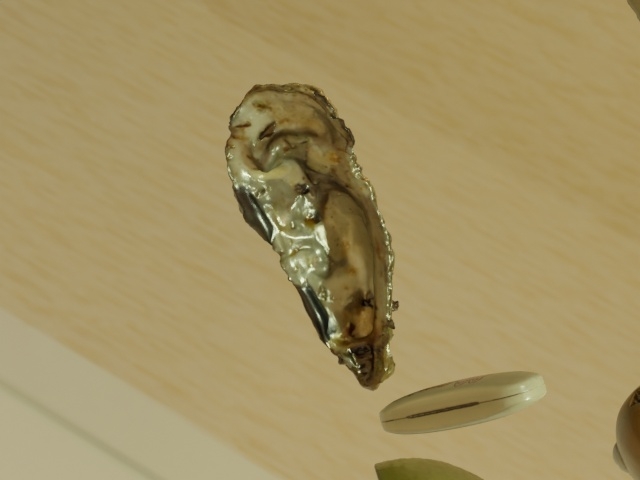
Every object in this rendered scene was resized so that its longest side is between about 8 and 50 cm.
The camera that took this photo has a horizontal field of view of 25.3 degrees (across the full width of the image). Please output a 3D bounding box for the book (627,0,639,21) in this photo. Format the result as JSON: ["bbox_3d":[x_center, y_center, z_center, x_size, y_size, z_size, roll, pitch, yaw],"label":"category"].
[{"bbox_3d":[0.275,-0.161,0.739,0.215,0.283,0.025,49,56,-33],"label":"book"}]

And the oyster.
[{"bbox_3d":[0.003,-0.001,1.390,0.078,0.129,0.345,-99,169,-65],"label":"oyster"}]

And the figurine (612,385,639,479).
[{"bbox_3d":[0.440,0.267,1.594,0.167,0.285,0.342,-31,-155,23],"label":"figurine"}]

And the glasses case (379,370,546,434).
[{"bbox_3d":[0.064,0.074,0.651,0.083,0.021,0.032,-18,174,38],"label":"glasses case"}]

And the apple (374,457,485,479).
[{"bbox_3d":[0.089,0.348,1.325,0.292,0.292,0.254,-57,156,-25],"label":"apple"}]
